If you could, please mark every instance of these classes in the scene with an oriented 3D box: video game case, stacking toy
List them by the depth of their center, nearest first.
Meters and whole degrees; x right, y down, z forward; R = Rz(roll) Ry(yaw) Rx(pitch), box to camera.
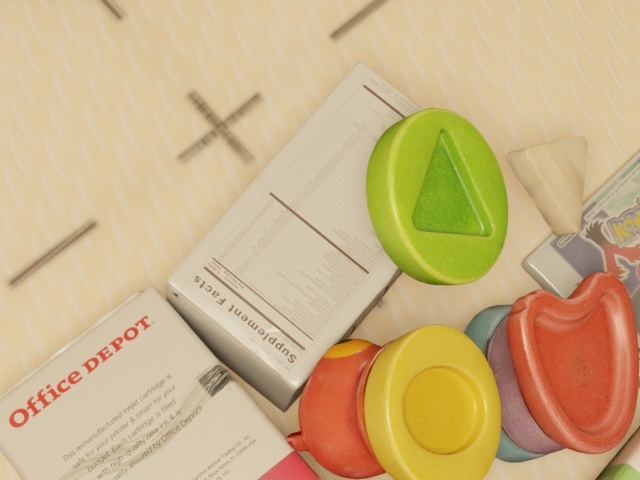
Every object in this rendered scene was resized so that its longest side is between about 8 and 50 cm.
[{"bbox_3d":[0.104,0.051,1.085,0.309,0.130,0.280,1,80,-44],"label":"stacking toy"},{"bbox_3d":[0.310,0.020,1.221,0.201,0.023,0.183,-42,83,-14],"label":"video game case"}]

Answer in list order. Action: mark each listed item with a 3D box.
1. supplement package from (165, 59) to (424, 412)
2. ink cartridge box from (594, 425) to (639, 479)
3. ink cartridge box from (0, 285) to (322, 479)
[{"bbox_3d":[0.000,0.000,1.140,0.139,0.134,0.244,40,75,6],"label":"supplement package"},{"bbox_3d":[0.377,0.166,1.097,0.207,0.119,0.353,40,79,10],"label":"ink cartridge box"},{"bbox_3d":[-0.121,0.182,1.073,0.172,0.100,0.237,-38,68,-13],"label":"ink cartridge box"}]
